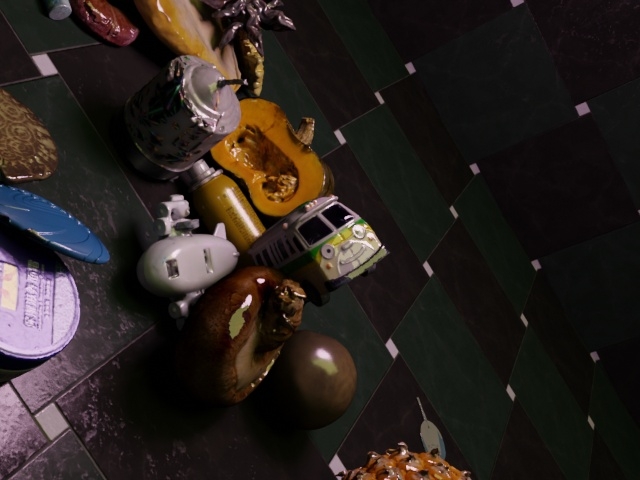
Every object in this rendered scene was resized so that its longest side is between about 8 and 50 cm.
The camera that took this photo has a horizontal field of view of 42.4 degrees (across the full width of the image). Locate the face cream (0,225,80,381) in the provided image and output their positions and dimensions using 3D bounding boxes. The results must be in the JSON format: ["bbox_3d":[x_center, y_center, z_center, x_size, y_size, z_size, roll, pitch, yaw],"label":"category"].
[{"bbox_3d":[-0.453,0.092,1.159,0.206,0.111,0.205,39,34,-33],"label":"face cream"}]

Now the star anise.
[{"bbox_3d":[-0.175,-0.557,1.927,0.129,0.213,0.282,96,-15,-79],"label":"star anise"}]

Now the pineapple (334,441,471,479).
[{"bbox_3d":[0.144,0.549,1.515,0.352,0.352,0.300,66,18,9],"label":"pineapple"}]

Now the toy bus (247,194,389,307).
[{"bbox_3d":[-0.016,0.025,1.577,0.143,0.305,0.179,-32,91,-24],"label":"toy bus"}]

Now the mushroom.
[{"bbox_3d":[-0.142,0.160,1.454,0.163,0.278,0.297,39,24,10],"label":"mushroom"}]

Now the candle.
[{"bbox_3d":[-0.252,-0.257,1.604,0.187,0.330,0.187,30,44,-35],"label":"candle"}]

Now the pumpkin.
[{"bbox_3d":[-0.087,-0.167,1.860,0.325,0.242,0.232,52,3,19],"label":"pumpkin"}]

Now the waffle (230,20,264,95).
[{"bbox_3d":[-0.188,-0.507,2.095,0.250,0.056,0.261,110,-37,-66],"label":"waffle"}]

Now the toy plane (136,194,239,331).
[{"bbox_3d":[-0.245,0.043,1.542,0.267,0.123,0.266,28,57,-56],"label":"toy plane"}]

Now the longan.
[{"bbox_3d":[-0.017,0.274,1.627,0.212,0.198,0.198,85,-6,-59],"label":"longan"}]

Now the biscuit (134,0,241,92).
[{"bbox_3d":[-0.341,-0.573,1.938,0.446,0.104,0.429,36,36,-58],"label":"biscuit"}]

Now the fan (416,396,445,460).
[{"bbox_3d":[0.278,0.485,2.119,0.113,0.005,0.175,13,53,-55],"label":"fan"}]

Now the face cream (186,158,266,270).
[{"bbox_3d":[-0.169,-0.014,1.738,0.348,0.105,0.105,58,28,-7],"label":"face cream"}]

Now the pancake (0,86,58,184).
[{"bbox_3d":[-0.544,-0.191,1.290,0.286,0.033,0.288,55,24,22],"label":"pancake"}]

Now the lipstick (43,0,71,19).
[{"bbox_3d":[-0.543,-0.520,1.653,0.048,0.048,0.157,2,63,-59],"label":"lipstick"}]

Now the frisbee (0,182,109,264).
[{"bbox_3d":[-0.425,-0.039,1.259,0.242,0.045,0.242,32,1,-1],"label":"frisbee"}]

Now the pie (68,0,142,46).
[{"bbox_3d":[-0.468,-0.518,1.769,0.204,0.054,0.218,-2,65,-61],"label":"pie"}]
